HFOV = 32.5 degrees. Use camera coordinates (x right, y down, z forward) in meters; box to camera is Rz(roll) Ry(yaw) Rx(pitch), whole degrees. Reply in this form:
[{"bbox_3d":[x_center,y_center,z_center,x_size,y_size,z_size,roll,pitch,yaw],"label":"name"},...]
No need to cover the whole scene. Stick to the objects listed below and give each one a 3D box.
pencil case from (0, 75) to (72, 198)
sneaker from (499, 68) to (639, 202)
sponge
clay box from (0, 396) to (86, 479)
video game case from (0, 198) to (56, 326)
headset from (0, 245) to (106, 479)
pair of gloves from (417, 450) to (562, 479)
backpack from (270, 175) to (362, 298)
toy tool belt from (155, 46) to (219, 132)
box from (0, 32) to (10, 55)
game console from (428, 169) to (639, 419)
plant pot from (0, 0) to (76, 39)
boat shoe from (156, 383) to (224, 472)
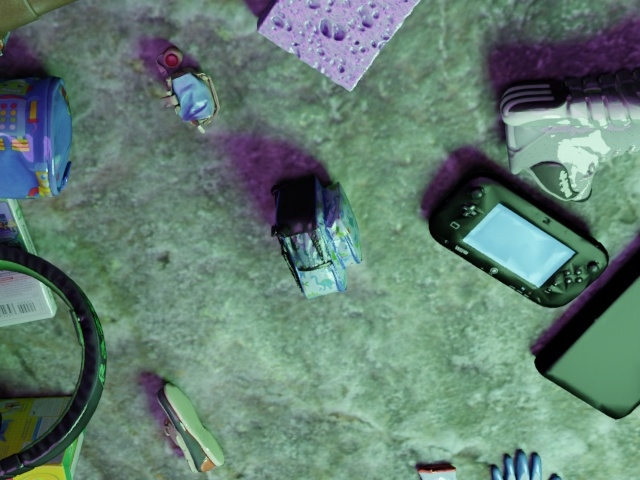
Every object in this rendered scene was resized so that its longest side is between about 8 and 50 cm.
[{"bbox_3d":[-0.400,-0.096,1.098,0.306,0.119,0.133,-2,130,-1],"label":"pencil case"},{"bbox_3d":[0.303,-0.102,1.144,0.229,0.086,0.132,0,124,10],"label":"sneaker"},{"bbox_3d":[0.043,-0.260,1.071,0.117,0.031,0.210,31,114,-17],"label":"sponge"},{"bbox_3d":[-0.396,0.242,1.281,0.222,0.127,0.053,-3,120,1],"label":"clay box"},{"bbox_3d":[-0.424,0.019,1.217,0.212,0.023,0.193,-10,119,5],"label":"video game case"},{"bbox_3d":[-0.421,0.146,1.120,0.394,0.185,0.243,-20,77,-3],"label":"headset"},{"bbox_3d":[0.214,0.344,1.413,0.198,0.023,0.159,-8,119,3],"label":"pair of gloves"},{"bbox_3d":[0.000,0.000,1.171,0.084,0.105,0.114,-12,124,6],"label":"backpack"},{"bbox_3d":[-0.136,-0.152,1.113,0.052,0.051,0.083,-22,117,10],"label":"toy tool belt"},{"bbox_3d":[-0.330,-0.248,1.031,0.027,0.094,0.137,-15,118,-2],"label":"box"},{"bbox_3d":[0.276,0.052,1.242,0.361,0.044,0.213,31,113,-17],"label":"game console"},{"bbox_3d":[-0.237,-0.282,0.985,0.165,0.167,0.167,-15,118,-1],"label":"plant pot"},{"bbox_3d":[-0.165,0.230,1.328,0.043,0.049,0.137,-22,122,12],"label":"boat shoe"}]
